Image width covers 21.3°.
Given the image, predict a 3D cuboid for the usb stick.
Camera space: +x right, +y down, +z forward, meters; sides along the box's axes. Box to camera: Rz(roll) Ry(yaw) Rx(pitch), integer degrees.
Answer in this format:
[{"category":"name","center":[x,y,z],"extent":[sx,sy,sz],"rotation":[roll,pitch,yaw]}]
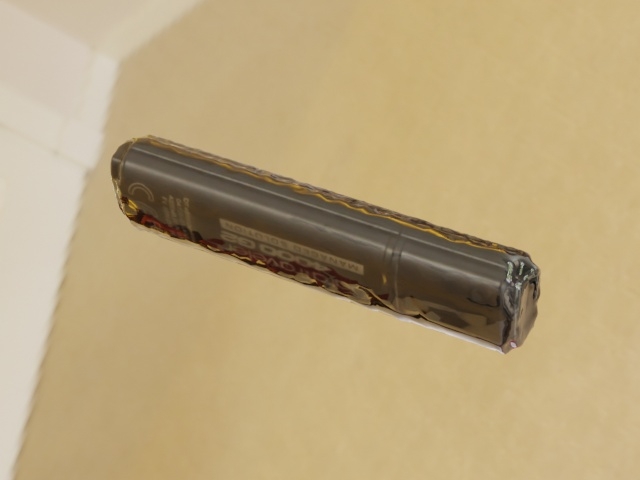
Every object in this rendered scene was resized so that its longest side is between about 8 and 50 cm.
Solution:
[{"category":"usb stick","center":[0.000,0.000,1.028],"extent":[0.278,0.077,0.045],"rotation":[18,54,21]}]
